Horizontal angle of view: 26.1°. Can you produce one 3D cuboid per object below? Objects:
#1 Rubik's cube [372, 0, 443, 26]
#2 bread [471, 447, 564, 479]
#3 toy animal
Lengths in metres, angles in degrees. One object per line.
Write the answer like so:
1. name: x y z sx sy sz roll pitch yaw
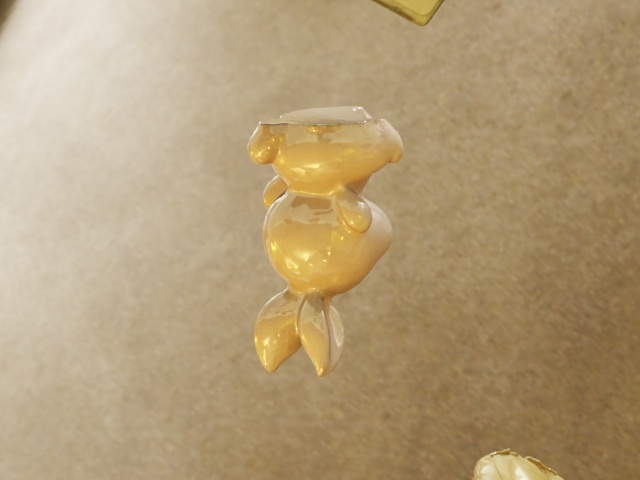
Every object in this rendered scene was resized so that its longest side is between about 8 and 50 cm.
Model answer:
1. Rubik's cube: 0.031 -0.317 1.016 0.205 0.207 0.205 -53 30 22
2. bread: 0.161 0.278 0.846 0.156 0.288 0.204 -52 6 16
3. toy animal: 0.002 0.000 1.106 0.124 0.124 0.213 20 109 52
